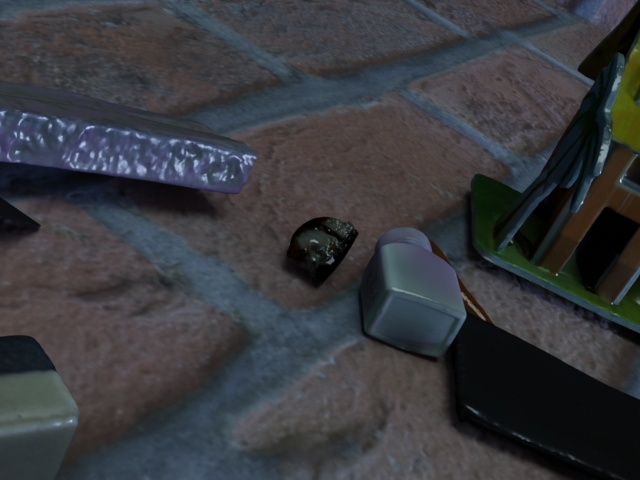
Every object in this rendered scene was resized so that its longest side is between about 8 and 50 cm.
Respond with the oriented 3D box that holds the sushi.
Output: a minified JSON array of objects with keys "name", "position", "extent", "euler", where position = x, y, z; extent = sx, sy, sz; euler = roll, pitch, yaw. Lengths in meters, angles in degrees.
[{"name":"sushi","position":[0.000,0.000,0.876],"extent":[0.046,0.044,0.083],"euler":[32,25,7]}]

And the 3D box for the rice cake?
[{"name":"rice cake","position":[-0.200,-0.086,0.808],"extent":[0.298,0.050,0.106],"euler":[6,19,-41]}]

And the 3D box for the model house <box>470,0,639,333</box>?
[{"name":"model house","position":[0.349,-0.059,0.995],"extent":[0.300,0.323,0.340],"euler":[25,26,-4]}]

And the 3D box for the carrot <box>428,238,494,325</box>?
[{"name":"carrot","position":[0.116,0.042,0.927],"extent":[0.035,0.035,0.142],"euler":[-2,44,-45]}]

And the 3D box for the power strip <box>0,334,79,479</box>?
[{"name":"power strip","position":[-0.223,0.101,0.417],"extent":[0.256,0.105,0.070],"euler":[-2,40,-45]}]

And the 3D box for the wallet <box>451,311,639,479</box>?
[{"name":"wallet","position":[0.233,0.154,0.838],"extent":[0.285,0.030,0.146],"euler":[25,24,-8]}]

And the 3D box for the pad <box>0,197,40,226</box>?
[{"name":"pad","position":[-0.277,-0.056,0.659],"extent":[0.143,0.003,0.211],"euler":[33,1,11]}]

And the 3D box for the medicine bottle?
[{"name":"medicine bottle","position":[0.075,0.039,0.864],"extent":[0.074,0.055,0.118],"euler":[18,29,-13]}]
